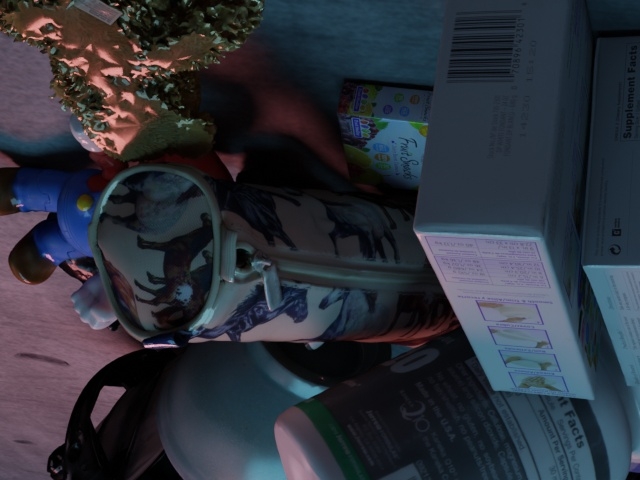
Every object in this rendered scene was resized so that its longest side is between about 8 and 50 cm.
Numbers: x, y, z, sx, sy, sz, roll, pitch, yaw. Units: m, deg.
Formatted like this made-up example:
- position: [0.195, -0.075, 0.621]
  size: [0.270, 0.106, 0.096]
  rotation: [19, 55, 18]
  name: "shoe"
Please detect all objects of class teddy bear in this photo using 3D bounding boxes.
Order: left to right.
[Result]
- position: [-0.171, -0.201, 1.104]
  size: [0.245, 0.113, 0.338]
  rotation: [-12, 142, 28]
  name: "teddy bear"

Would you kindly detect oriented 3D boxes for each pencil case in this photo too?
- position: [-0.004, 0.024, 1.315]
  size: [0.410, 0.160, 0.183]
  rotation: [5, -167, -46]
  name: "pencil case"

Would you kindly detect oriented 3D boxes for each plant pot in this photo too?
- position: [-0.029, 0.171, 1.703]
  size: [0.293, 0.293, 0.196]
  rotation: [16, 130, -12]
  name: "plant pot"

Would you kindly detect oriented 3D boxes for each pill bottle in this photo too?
- position: [0.157, 0.180, 1.334]
  size: [0.361, 0.204, 0.204]
  rotation: [-24, 161, -14]
  name: "pill bottle"

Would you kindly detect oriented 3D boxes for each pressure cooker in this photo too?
- position: [-0.169, 0.347, 1.913]
  size: [0.420, 0.375, 0.370]
  rotation: [46, 160, -15]
  name: "pressure cooker"

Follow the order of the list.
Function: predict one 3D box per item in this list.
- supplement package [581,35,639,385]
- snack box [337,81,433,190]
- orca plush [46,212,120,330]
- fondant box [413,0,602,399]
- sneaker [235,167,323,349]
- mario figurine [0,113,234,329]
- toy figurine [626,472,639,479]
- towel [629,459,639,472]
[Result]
- position: [0.309, -0.017, 1.167]
  size: [0.145, 0.204, 0.262]
  rotation: [0, 155, 19]
  name: "supplement package"
- position: [0.073, -0.092, 1.307]
  size: [0.100, 0.037, 0.141]
  rotation: [6, 158, 9]
  name: "snack box"
- position: [-0.258, 0.063, 1.722]
  size: [0.151, 0.102, 0.287]
  rotation: [7, 157, 7]
  name: "orca plush"
- position: [0.166, -0.040, 1.131]
  size: [0.096, 0.238, 0.330]
  rotation: [1, 155, 19]
  name: "fondant box"
- position: [0.000, 0.000, 1.515]
  size: [0.124, 0.107, 0.283]
  rotation: [-22, 144, 3]
  name: "sneaker"
- position: [-0.226, -0.024, 1.429]
  size: [0.320, 0.170, 0.198]
  rotation: [-8, 147, 40]
  name: "mario figurine"
- position: [0.402, 0.418, 2.130]
  size: [0.209, 0.213, 0.148]
  rotation: [2, 165, 12]
  name: "toy figurine"
- position: [0.388, 0.258, 1.935]
  size: [0.209, 0.034, 0.285]
  rotation: [7, 156, 2]
  name: "towel"
